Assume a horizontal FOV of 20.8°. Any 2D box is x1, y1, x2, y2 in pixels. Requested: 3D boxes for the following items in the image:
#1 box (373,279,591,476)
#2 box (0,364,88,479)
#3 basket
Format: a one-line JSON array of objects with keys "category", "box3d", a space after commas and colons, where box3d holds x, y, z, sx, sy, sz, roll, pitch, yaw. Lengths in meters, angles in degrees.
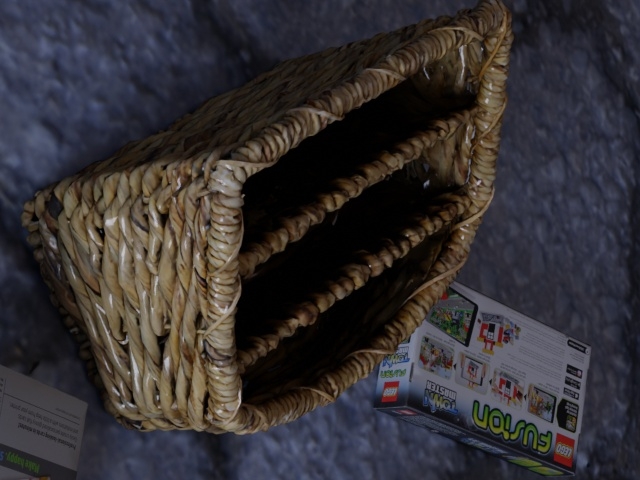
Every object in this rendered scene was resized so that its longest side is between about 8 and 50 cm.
[{"category": "box", "box3d": [0.133, 0.107, 1.387, 0.207, 0.036, 0.114, 26, 67, -38]}, {"category": "box", "box3d": [-0.199, 0.170, 1.024, 0.145, 0.038, 0.186, 40, 55, -62]}, {"category": "basket", "box3d": [0.000, 0.000, 1.150, 0.299, 0.223, 0.213, -33, 106, -42]}]
